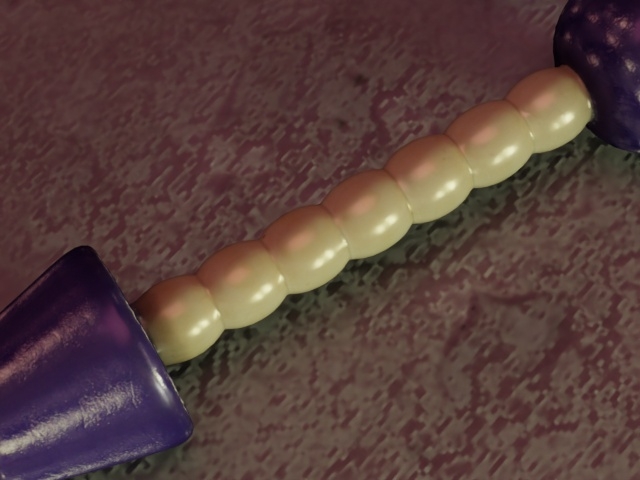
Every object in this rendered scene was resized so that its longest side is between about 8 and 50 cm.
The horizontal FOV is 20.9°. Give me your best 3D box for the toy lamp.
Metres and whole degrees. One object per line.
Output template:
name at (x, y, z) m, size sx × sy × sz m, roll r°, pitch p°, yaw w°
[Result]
toy lamp at (0.000, 0.000, 0.607) m, size 0.275 × 0.080 × 0.080 m, roll -28°, pitch 66°, yaw -10°
